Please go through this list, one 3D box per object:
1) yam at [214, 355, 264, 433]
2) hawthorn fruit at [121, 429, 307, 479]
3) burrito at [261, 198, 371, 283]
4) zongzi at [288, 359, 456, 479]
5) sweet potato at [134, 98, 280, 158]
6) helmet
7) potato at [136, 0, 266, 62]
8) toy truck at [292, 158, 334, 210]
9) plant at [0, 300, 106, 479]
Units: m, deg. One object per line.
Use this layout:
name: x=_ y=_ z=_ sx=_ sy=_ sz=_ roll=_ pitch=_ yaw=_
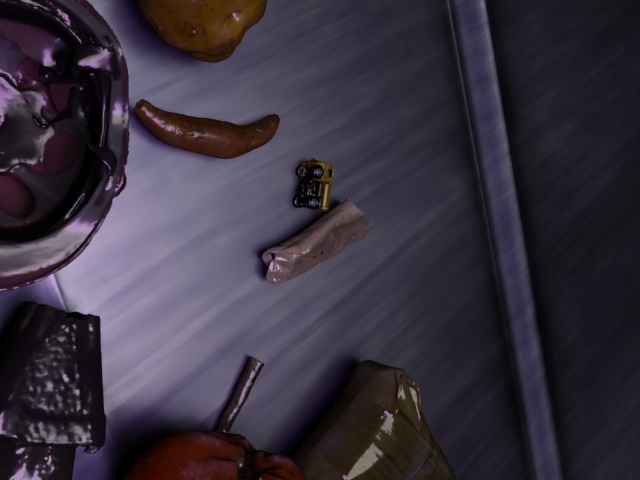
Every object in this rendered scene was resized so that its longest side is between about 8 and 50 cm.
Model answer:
yam: x=-0.130 y=0.246 z=1.074 sx=0.129 sy=0.033 sz=0.027 roll=-62 pitch=149 yaw=-11
hawthorn fruit: x=-0.144 y=0.395 z=0.929 sx=0.284 sy=0.284 sz=0.284 roll=-4 pitch=96 yaw=-37
burrito: x=0.000 y=0.000 z=1.125 sx=0.226 sy=0.060 sz=0.087 roll=-31 pitch=132 yaw=-32
zongzi: x=0.092 y=0.435 z=1.187 sx=0.323 sy=0.160 sz=0.360 roll=-45 pitch=125 yaw=-19
sweet potato: x=-0.155 y=-0.158 z=1.002 sx=0.255 sy=0.058 sz=0.078 roll=-4 pitch=76 yaw=-41
helmet: x=-0.363 y=-0.124 z=0.757 sx=0.271 sy=0.197 sz=0.338 roll=6 pitch=93 yaw=-30
potato: x=-0.176 y=-0.427 z=0.904 sx=0.195 sy=0.176 sz=0.369 roll=-16 pitch=101 yaw=-7
toy truck: x=-0.008 y=-0.092 z=1.122 sx=0.054 sy=0.049 sz=0.083 roll=6 pitch=91 yaw=-40
plant: x=-0.350 y=0.205 z=0.833 sx=0.164 sy=0.141 sz=0.256 roll=24 pitch=68 yaw=-36
